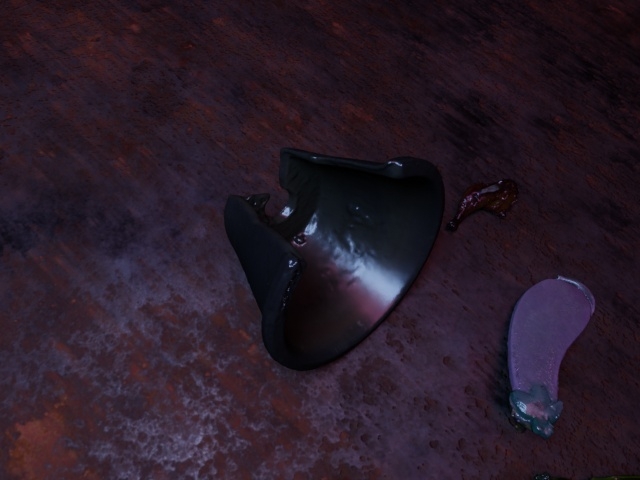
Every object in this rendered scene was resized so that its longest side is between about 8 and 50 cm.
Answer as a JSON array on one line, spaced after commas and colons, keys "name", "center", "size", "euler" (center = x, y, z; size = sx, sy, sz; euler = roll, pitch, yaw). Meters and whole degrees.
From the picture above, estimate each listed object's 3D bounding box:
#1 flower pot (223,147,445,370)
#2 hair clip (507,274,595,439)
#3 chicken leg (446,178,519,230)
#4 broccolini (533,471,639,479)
[{"name": "flower pot", "center": [0.000, 0.000, 0.693], "size": [0.379, 0.380, 0.251], "euler": [-39, 54, -22]}, {"name": "hair clip", "center": [0.418, 0.192, 0.764], "size": [0.096, 0.110, 0.359], "euler": [51, 57, -27]}, {"name": "chicken leg", "center": [0.358, -0.086, 0.904], "size": [0.204, 0.053, 0.093], "euler": [-16, 82, -10]}, {"name": "broccolini", "center": [0.453, 0.413, 0.683], "size": [0.217, 0.044, 0.042], "euler": [5, 48, -10]}]
